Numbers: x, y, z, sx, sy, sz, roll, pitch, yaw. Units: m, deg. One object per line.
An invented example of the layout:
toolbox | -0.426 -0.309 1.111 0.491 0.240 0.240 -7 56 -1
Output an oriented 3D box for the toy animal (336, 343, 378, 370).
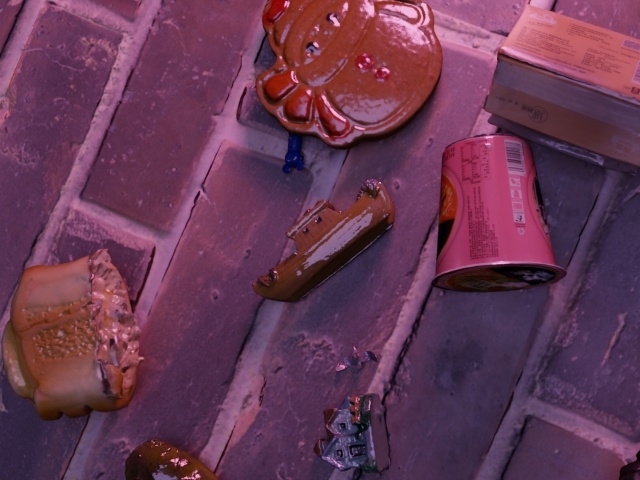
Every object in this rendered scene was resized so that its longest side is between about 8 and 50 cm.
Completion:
toy animal | 0.067 0.220 1.849 0.084 0.028 0.050 -13 90 9

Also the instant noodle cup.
instant noodle cup | 0.310 -0.047 1.749 0.244 0.244 0.255 -6 74 11

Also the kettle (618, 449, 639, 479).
kettle | 0.655 0.479 1.626 0.321 0.228 0.324 -17 75 -18

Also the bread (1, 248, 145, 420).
bread | -0.475 0.194 1.878 0.270 0.211 0.315 -18 72 17

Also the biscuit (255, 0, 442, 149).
biscuit | 0.041 -0.356 1.892 0.381 0.074 0.359 35 83 12

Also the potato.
potato | -0.268 0.483 1.842 0.149 0.113 0.251 -45 76 0

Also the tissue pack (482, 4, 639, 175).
tissue pack | 0.466 -0.254 1.756 0.306 0.238 0.238 22 88 13

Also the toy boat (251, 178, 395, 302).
toy boat | 0.000 0.000 1.860 0.321 0.089 0.121 -39 72 6

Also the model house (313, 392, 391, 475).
model house | 0.045 0.366 1.800 0.149 0.119 0.148 -13 81 17

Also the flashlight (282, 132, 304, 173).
flashlight | -0.049 -0.193 1.919 0.057 0.035 0.121 -7 75 40
